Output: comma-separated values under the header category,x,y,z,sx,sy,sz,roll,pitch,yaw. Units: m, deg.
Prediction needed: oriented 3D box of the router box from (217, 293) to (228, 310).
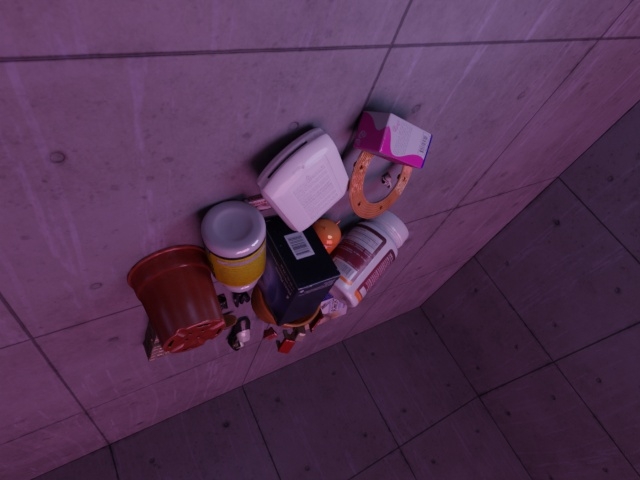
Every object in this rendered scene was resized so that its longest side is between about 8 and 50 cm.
category,x,y,z,sx,sy,sz,roll,pitch,yaw
router box,-0.461,0.283,1.769,0.122,0.038,0.092,-20,154,-20

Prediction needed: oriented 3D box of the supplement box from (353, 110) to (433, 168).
category,x,y,z,sx,sy,sz,roll,pitch,yaw
supplement box,0.220,-0.300,1.238,0.220,0.114,0.111,8,102,-45

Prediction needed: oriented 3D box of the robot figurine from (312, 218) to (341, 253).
category,x,y,z,sx,sy,sz,roll,pitch,yaw
robot figurine,0.001,-0.001,1.635,0.158,0.128,0.219,19,136,-18

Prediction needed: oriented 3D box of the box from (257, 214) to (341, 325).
category,x,y,z,sx,sy,sz,roll,pitch,yaw
box,-0.112,0.104,1.497,0.182,0.296,0.294,-16,152,-30

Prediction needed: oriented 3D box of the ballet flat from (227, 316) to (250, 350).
category,x,y,z,sx,sy,sz,roll,pitch,yaw
ballet flat,-0.417,0.503,2.179,0.095,0.096,0.280,-13,151,-33

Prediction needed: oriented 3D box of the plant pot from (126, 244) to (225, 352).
category,x,y,z,sx,sy,sz,roll,pitch,yaw
plant pot,-0.450,0.201,1.341,0.272,0.265,0.272,-24,155,-12

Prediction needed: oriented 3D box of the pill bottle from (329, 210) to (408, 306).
category,x,y,z,sx,sy,sz,roll,pitch,yaw
pill bottle,0.178,0.065,1.728,0.392,0.224,0.224,-47,160,-16

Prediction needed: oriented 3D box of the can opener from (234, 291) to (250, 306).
category,x,y,z,sx,sy,sz,roll,pitch,yaw
can opener,-0.358,0.260,1.823,0.059,0.073,0.186,-25,166,-28

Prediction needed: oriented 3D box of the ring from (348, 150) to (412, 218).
category,x,y,z,sx,sy,sz,roll,pitch,yaw
ring,0.208,-0.232,1.403,0.336,0.032,0.337,-31,138,-33

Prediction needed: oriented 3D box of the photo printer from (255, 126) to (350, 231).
category,x,y,z,sx,sy,sz,roll,pitch,yaw
photo printer,-0.045,-0.176,1.223,0.256,0.107,0.307,-42,156,-2

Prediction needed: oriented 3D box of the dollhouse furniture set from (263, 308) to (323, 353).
category,x,y,z,sx,sy,sz,roll,pitch,yaw
dollhouse furniture set,-0.165,0.439,2.096,0.201,0.152,0.374,20,117,-24

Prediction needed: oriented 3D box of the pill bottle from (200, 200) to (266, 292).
category,x,y,z,sx,sy,sz,roll,pitch,yaw
pill bottle,-0.269,0.038,1.323,0.187,0.188,0.334,-22,154,-19

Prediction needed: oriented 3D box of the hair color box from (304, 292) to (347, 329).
category,x,y,z,sx,sy,sz,roll,pitch,yaw
hair color box,-0.006,0.372,2.319,0.338,0.110,0.185,-15,131,-28

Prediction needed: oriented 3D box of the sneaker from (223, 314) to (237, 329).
category,x,y,z,sx,sy,sz,roll,pitch,yaw
sneaker,-0.484,0.406,1.963,0.185,0.070,0.084,-19,163,-9

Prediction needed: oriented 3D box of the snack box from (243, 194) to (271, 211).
category,x,y,z,sx,sy,sz,roll,pitch,yaw
snack box,-0.161,-0.129,1.324,0.178,0.022,0.064,-19,152,-24

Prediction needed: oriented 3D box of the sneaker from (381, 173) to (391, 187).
category,x,y,z,sx,sy,sz,roll,pitch,yaw
sneaker,0.256,-0.229,1.604,0.036,0.032,0.083,-17,152,5

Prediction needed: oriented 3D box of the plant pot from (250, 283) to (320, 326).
category,x,y,z,sx,sy,sz,roll,pitch,yaw
plant pot,-0.168,0.236,1.759,0.290,0.291,0.203,-11,168,-36

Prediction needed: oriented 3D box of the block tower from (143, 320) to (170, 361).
category,x,y,z,sx,sy,sz,roll,pitch,yaw
block tower,-0.647,0.377,1.679,0.097,0.091,0.335,-10,150,-37
